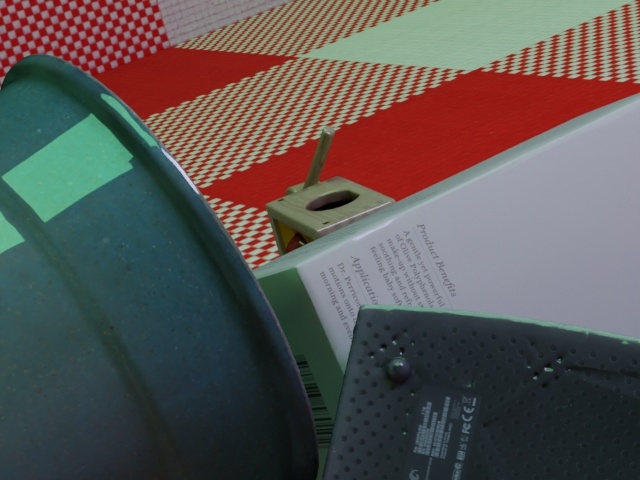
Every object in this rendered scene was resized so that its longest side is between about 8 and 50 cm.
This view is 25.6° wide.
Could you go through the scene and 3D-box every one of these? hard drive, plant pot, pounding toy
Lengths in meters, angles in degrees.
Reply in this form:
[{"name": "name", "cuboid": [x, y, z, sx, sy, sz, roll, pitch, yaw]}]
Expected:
[{"name": "hard drive", "cuboid": [0.132, 0.136, 0.829, 0.255, 0.172, 0.054, 9, -11, 18]}, {"name": "plant pot", "cuboid": [-0.236, 0.111, 0.863, 0.334, 0.341, 0.341, -33, 25, -25]}, {"name": "pounding toy", "cuboid": [-0.005, -0.010, 1.339, 0.094, 0.181, 0.206, -22, 20, -18]}]

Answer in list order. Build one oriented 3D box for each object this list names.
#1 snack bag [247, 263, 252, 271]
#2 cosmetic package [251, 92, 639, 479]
[{"name": "snack bag", "cuboid": [-0.184, 0.109, 1.367, 0.323, 0.037, 0.342, -18, 19, -6]}, {"name": "cosmetic package", "cuboid": [0.134, 0.042, 1.032, 0.366, 0.196, 0.155, -24, 3, -29]}]
